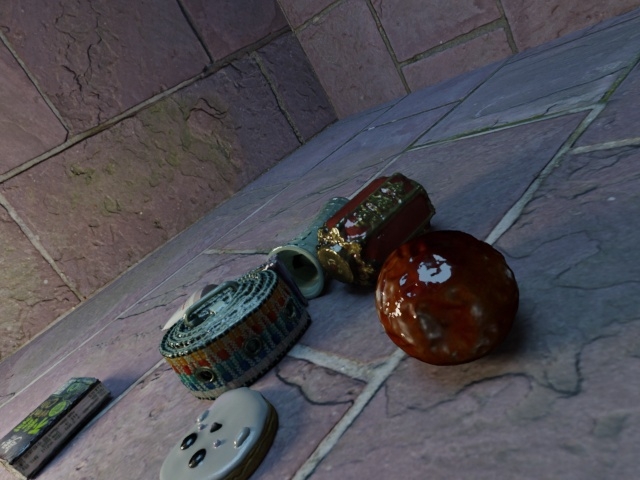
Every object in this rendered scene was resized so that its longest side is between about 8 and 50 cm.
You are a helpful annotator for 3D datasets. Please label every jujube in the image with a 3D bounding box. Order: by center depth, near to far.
[{"bbox_3d":[0.180,0.067,0.662,0.189,0.190,0.255,-21,4,25],"label":"jujube"}]

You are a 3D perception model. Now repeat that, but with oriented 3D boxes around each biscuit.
[{"bbox_3d":[-0.160,0.311,0.708,0.180,0.049,0.208,-7,28,50],"label":"biscuit"}]

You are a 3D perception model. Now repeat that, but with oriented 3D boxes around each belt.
[{"bbox_3d":[-0.167,0.163,0.911,0.295,0.161,0.207,-34,19,-8],"label":"belt"}]

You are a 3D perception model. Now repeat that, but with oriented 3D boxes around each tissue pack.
[{"bbox_3d":[-0.623,0.422,1.069,0.173,0.073,0.235,-14,25,40],"label":"tissue pack"}]

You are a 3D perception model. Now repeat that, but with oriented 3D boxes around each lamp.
[{"bbox_3d":[0.118,-0.024,0.965,0.274,0.177,0.177,-39,21,-28],"label":"lamp"}]

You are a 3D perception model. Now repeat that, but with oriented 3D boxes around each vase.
[{"bbox_3d":[0.000,0.000,1.119,0.143,0.143,0.299,-17,21,33],"label":"vase"}]

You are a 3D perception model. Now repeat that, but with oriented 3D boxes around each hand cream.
[{"bbox_3d":[-0.344,0.182,1.270,0.247,0.083,0.133,-25,15,45],"label":"hand cream"}]
